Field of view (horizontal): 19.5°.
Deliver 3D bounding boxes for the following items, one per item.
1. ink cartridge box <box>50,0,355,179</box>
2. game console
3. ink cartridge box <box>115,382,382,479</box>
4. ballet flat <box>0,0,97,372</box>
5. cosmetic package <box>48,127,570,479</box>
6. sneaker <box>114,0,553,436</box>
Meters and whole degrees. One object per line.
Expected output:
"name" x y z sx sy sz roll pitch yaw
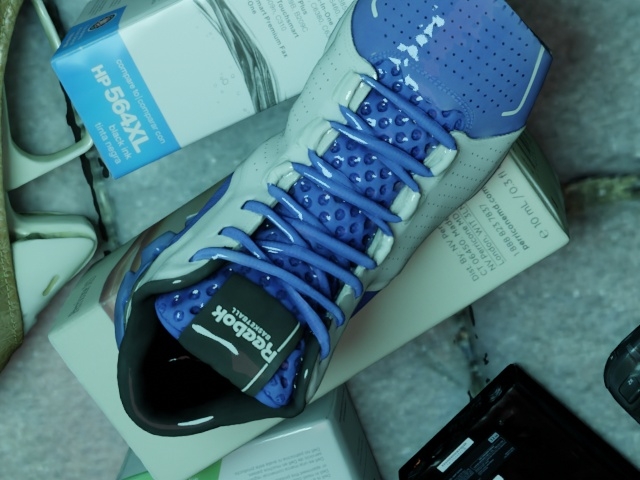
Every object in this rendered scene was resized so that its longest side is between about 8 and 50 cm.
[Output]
"ink cartridge box" -0.043 -0.132 1.111 0.203 0.148 0.086 -23 107 11
"game console" 0.239 0.122 1.243 0.213 0.044 0.361 41 107 -13
"ink cartridge box" -0.025 0.215 1.263 0.154 0.093 0.212 -19 106 10
"ballet flat" -0.205 -0.042 1.187 0.124 0.116 0.342 -5 106 -15
"cosmetic package" -0.005 0.008 1.159 0.296 0.153 0.129 -34 103 12
"sneaker" -0.001 0.001 0.982 0.127 0.182 0.315 40 107 -10
